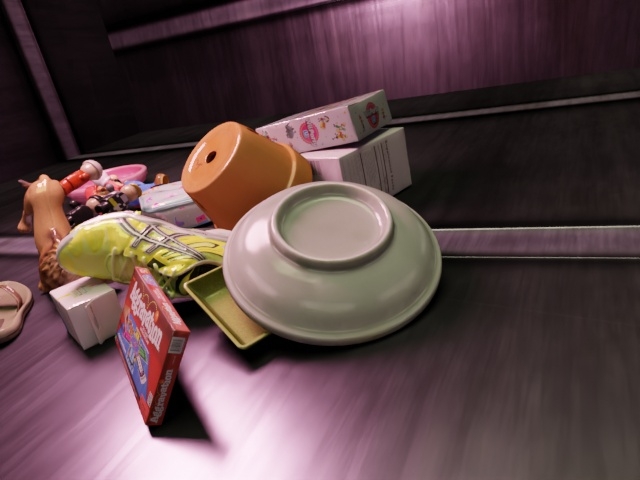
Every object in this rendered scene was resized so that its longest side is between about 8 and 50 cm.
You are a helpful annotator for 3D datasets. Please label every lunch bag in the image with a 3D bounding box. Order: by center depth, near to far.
[{"bbox_3d":[-0.438,-0.115,1.491,0.224,0.107,0.279,-19,24,-16],"label":"lunch bag"}]

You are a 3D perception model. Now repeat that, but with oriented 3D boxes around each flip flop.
[{"bbox_3d":[-0.717,0.144,1.063,0.112,0.080,0.277,-20,25,-18],"label":"flip flop"}]

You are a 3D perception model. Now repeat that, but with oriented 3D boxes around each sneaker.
[{"bbox_3d":[-0.314,0.037,0.945,0.386,0.145,0.147,3,27,-13],"label":"sneaker"}]

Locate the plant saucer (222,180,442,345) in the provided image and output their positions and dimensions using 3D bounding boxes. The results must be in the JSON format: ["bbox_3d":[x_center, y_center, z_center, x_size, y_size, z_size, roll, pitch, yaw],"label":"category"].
[{"bbox_3d":[0.020,-0.005,0.862,0.401,0.100,0.400,-1,43,1],"label":"plant saucer"}]

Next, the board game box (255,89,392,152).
[{"bbox_3d":[0.011,-0.321,1.335,0.304,0.097,0.224,-5,22,36],"label":"board game box"}]

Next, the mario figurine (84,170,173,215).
[{"bbox_3d":[-0.669,-0.191,1.679,0.321,0.197,0.170,-4,36,8],"label":"mario figurine"}]

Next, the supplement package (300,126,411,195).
[{"bbox_3d":[0.093,-0.192,1.332,0.178,0.175,0.293,8,30,42],"label":"supplement package"}]

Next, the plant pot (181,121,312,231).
[{"bbox_3d":[-0.193,-0.148,1.166,0.291,0.203,0.290,-23,49,29],"label":"plant pot"}]

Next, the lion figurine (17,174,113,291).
[{"bbox_3d":[-0.628,-0.024,1.131,0.142,0.391,0.240,-25,-7,-38],"label":"lion figurine"}]

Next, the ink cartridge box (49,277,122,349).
[{"bbox_3d":[-0.449,0.139,0.937,0.090,0.092,0.143,-28,30,-35],"label":"ink cartridge box"}]

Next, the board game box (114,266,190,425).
[{"bbox_3d":[-0.280,0.153,0.772,0.027,0.144,0.281,15,6,-34],"label":"board game box"}]

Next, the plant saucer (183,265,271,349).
[{"bbox_3d":[-0.116,0.105,0.863,0.188,0.045,0.188,-27,48,-33],"label":"plant saucer"}]

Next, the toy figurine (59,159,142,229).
[{"bbox_3d":[-0.615,-0.097,1.351,0.210,0.212,0.148,25,43,8],"label":"toy figurine"}]

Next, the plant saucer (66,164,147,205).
[{"bbox_3d":[-0.877,-0.227,1.983,0.333,0.084,0.332,-10,24,4],"label":"plant saucer"}]
